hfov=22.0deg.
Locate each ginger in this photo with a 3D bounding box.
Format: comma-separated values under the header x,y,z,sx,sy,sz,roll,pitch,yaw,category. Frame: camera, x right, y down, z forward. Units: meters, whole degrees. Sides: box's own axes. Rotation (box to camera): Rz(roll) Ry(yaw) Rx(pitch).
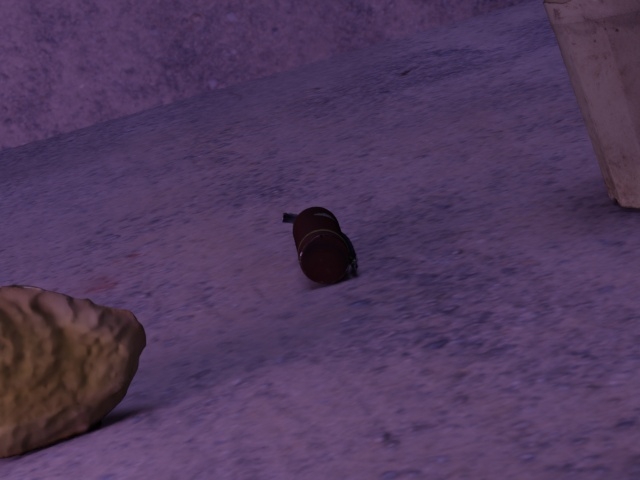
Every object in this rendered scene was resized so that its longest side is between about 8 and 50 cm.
x,y,z,sx,sy,sz,roll,pitch,yaw,category
-0.219,0.094,1.146,0.193,0.115,0.122,-6,-5,-11,ginger

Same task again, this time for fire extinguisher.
x,y,z,sx,sy,sz,roll,pitch,yaw,category
0.000,0.000,1.419,0.064,0.043,0.158,14,11,-6,fire extinguisher

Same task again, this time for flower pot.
x,y,z,sx,sy,sz,roll,pitch,yaw,category
0.287,-0.143,1.343,0.212,0.202,0.212,-15,14,4,flower pot
